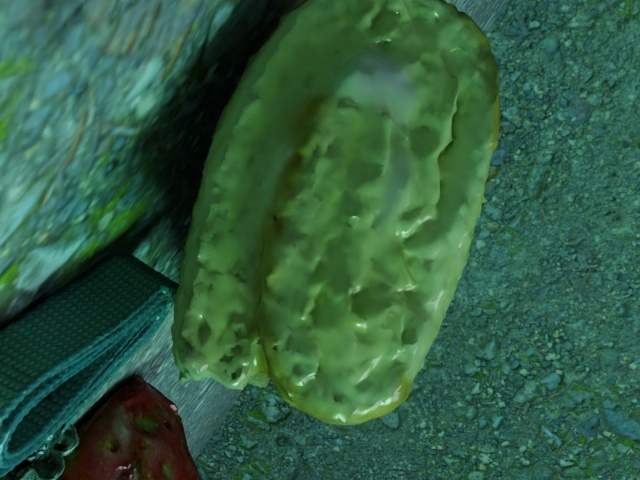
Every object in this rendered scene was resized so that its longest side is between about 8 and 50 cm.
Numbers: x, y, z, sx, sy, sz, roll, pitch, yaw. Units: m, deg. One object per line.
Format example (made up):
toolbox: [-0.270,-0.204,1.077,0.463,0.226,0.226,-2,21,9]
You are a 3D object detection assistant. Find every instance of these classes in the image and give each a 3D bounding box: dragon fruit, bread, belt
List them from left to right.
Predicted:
belt: [-0.146,0.075,0.437,0.179,0.065,0.100,-45,161,-53]
dragon fruit: [-0.174,0.267,0.728,0.262,0.211,0.134,-57,-175,-32]
bread: [0.000,0.000,0.544,0.375,0.165,0.237,103,2,-80]
